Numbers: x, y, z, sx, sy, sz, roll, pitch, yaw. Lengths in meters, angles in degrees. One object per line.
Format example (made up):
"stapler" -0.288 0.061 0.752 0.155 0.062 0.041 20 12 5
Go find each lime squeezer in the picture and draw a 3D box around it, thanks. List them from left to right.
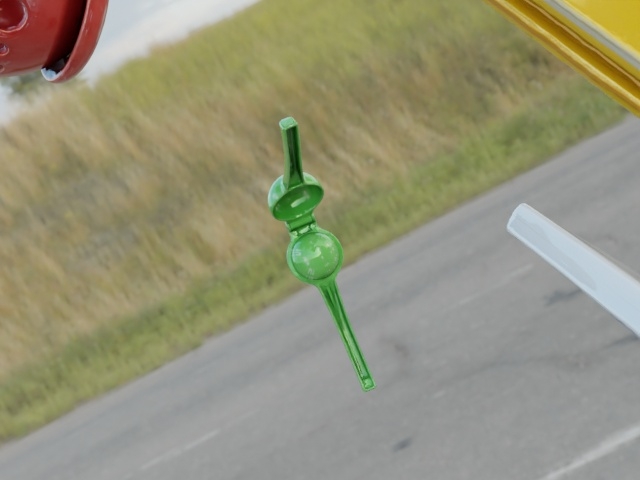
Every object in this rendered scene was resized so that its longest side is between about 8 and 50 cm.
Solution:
"lime squeezer" 0.000 0.000 1.191 0.059 0.310 0.110 -31 34 -23

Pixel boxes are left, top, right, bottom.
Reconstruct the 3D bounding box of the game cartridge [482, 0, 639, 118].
"game cartridge" 0.310 -0.198 0.929 0.323 0.285 0.053 -35 -23 -32

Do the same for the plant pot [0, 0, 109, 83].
"plant pot" -0.311 -0.250 1.208 0.174 0.191 0.191 8 -12 -31

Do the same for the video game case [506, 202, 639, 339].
"video game case" 0.207 0.055 0.659 0.023 0.183 0.201 -58 19 8
